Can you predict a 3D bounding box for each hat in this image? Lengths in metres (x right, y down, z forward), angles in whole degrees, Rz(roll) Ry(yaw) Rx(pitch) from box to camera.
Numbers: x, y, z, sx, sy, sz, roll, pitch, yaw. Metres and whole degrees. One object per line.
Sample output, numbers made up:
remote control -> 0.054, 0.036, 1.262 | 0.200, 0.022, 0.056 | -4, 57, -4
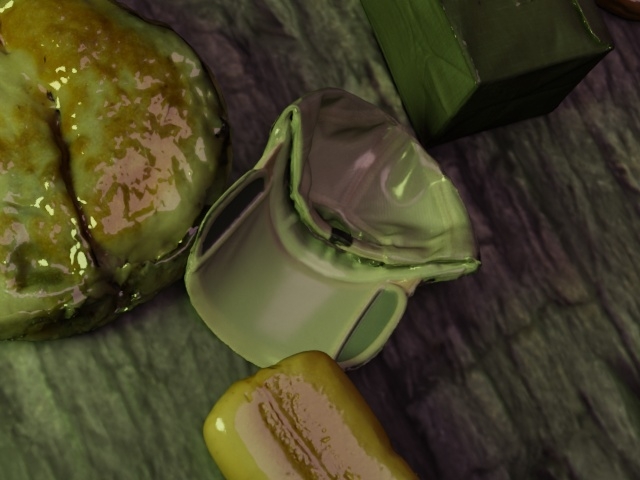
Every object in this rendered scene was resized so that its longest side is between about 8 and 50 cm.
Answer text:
hat -> 0.000, 0.000, 1.495 | 0.226, 0.164, 0.219 | -44, 103, 13

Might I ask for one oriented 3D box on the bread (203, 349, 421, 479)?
bread -> -0.010, 0.183, 1.414 | 0.134, 0.085, 0.173 | -32, 84, -20

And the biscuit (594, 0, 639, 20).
biscuit -> 0.309, -0.398, 1.751 | 0.269, 0.051, 0.376 | -9, 73, -22

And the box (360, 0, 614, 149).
box -> 0.138, -0.230, 1.576 | 0.149, 0.155, 0.231 | -17, 77, -22

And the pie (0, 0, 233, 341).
pie -> -0.239, -0.071, 1.446 | 0.339, 0.077, 0.339 | 3, 73, -10
